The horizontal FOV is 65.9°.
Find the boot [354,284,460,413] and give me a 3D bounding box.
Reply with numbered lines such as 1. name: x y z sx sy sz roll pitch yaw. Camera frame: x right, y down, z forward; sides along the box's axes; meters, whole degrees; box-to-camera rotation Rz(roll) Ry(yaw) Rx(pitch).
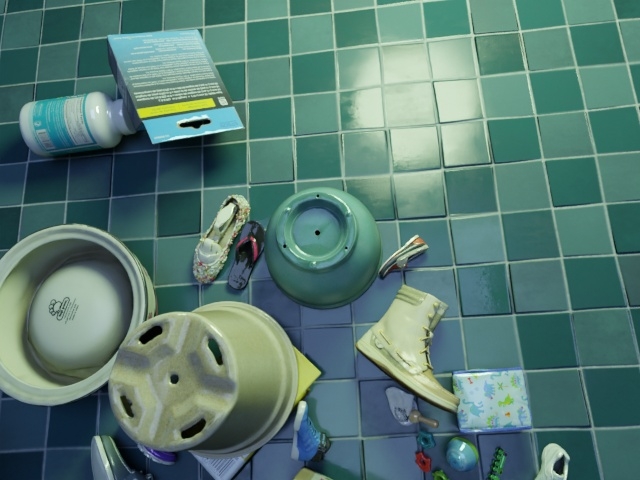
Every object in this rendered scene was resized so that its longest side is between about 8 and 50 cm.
1. boot: 0.229 0.227 1.077 0.261 0.095 0.203 31 76 39

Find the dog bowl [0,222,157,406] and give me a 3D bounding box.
1. dog bowl: -0.575 0.174 1.168 0.407 0.150 0.409 -1 76 6

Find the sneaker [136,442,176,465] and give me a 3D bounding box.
1. sneaker: -0.385 0.438 1.124 0.170 0.068 0.071 43 77 15

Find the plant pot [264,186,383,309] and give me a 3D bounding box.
1. plant pot: 0.000 0.000 1.132 0.292 0.196 0.294 -1 75 5

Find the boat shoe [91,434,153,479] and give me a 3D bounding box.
1. boat shoe: -0.415 0.570 1.094 0.099 0.116 0.320 -14 60 -43

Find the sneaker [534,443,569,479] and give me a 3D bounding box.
1. sneaker: 0.477 0.502 1.023 0.053 0.061 0.152 16 79 8

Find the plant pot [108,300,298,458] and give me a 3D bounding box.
1. plant pot: -0.229 0.263 0.945 0.333 0.305 0.334 -2 75 6

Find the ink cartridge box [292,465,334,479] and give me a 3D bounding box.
1. ink cartridge box: 0.043 0.553 0.984 0.234 0.193 0.088 22 77 10

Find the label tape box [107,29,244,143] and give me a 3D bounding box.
1. label tape box: -0.373 -0.372 1.264 0.240 0.106 0.334 -17 72 -28

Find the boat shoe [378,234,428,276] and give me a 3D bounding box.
1. boat shoe: 0.197 0.044 1.179 0.137 0.049 0.043 -39 77 -10

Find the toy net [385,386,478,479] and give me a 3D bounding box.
1. toy net: 0.225 0.416 1.075 0.232 0.045 0.122 47 126 23

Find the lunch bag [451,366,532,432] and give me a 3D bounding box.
1. lunch bag: 0.365 0.340 1.058 0.151 0.096 0.129 -8 74 14

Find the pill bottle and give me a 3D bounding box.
1. pill bottle: -0.627 -0.308 1.300 0.263 0.146 0.147 -7 75 3

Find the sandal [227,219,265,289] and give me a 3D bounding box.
1. sandal: -0.183 0.034 1.220 0.067 0.040 0.179 14 77 9

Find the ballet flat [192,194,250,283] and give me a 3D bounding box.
1. ballet flat: -0.256 -0.012 1.222 0.091 0.077 0.241 21 79 11

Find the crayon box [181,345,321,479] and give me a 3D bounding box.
1. crayon box: -0.168 0.353 1.115 0.202 0.081 0.318 42 84 14

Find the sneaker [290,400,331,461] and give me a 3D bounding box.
1. sneaker: -0.016 0.418 1.072 0.084 0.058 0.152 8 109 3

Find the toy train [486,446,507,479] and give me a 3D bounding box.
1. toy train: 0.380 0.487 1.059 0.023 0.017 0.083 23 79 1
